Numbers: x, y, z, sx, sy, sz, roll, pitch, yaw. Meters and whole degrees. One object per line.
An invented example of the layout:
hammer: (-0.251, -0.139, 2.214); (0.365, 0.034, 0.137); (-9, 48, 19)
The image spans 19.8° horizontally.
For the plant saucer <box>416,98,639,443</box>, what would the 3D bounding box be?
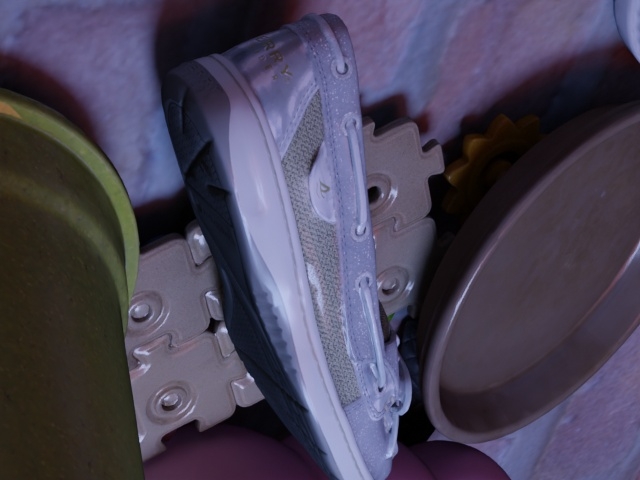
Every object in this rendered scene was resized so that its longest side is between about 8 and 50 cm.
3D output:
plant saucer: (0.162, 0.017, 1.231); (0.278, 0.041, 0.278); (-32, 145, -26)

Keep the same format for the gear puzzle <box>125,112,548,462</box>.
gear puzzle: (0.000, 0.000, 1.138); (0.339, 0.044, 0.175); (-27, 134, -14)

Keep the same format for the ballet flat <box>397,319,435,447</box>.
ballet flat: (0.064, 0.117, 1.331); (0.057, 0.049, 0.173); (-40, 161, -42)

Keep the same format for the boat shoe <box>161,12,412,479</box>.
boat shoe: (0.001, 0.022, 1.044); (0.103, 0.118, 0.320); (-28, 126, -14)

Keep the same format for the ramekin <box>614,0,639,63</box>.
ramekin: (0.297, -0.154, 1.126); (0.207, 0.109, 0.207); (-21, 143, -17)

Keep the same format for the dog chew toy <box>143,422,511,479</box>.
dog chew toy: (-0.001, 0.216, 1.236); (0.331, 0.207, 0.207); (-5, 136, -29)

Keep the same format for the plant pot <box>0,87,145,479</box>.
plant pot: (-0.194, 0.103, 0.893); (0.276, 0.254, 0.276); (-12, 134, -13)
